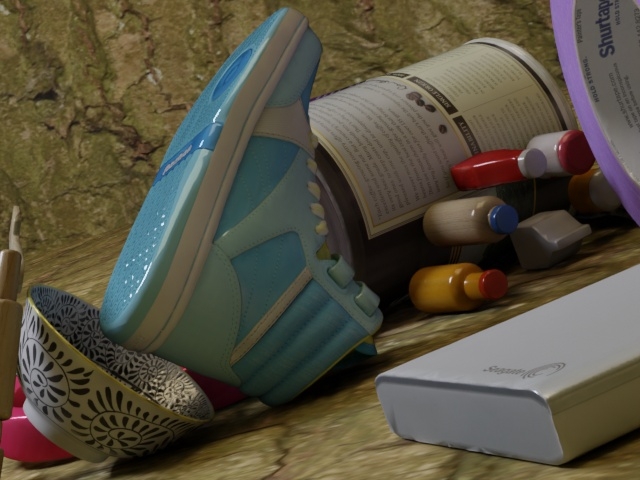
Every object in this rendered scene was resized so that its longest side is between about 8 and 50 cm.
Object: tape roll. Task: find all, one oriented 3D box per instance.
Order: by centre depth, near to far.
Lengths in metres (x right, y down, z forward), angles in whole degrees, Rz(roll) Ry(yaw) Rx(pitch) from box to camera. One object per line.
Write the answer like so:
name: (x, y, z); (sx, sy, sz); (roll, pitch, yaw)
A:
tape roll: (0.274, -0.130, 1.493); (0.090, 0.275, 0.275); (-21, 6, -10)

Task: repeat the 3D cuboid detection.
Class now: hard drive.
hard drive: (0.233, 0.041, 1.191); (0.353, 0.047, 0.233); (-22, 7, -21)

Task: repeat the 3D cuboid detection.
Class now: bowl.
bowl: (-0.170, 0.114, 1.460); (0.080, 0.170, 0.170); (-55, 3, 6)

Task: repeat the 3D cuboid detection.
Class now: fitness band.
fitness band: (-0.144, 0.103, 1.632); (0.291, 0.054, 0.209); (-20, 20, -2)

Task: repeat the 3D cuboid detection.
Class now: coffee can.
coffee can: (0.072, -0.051, 1.762); (0.275, 0.201, 0.201); (-23, 7, -32)

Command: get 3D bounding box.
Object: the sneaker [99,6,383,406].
sneaker: (-0.024, -0.013, 1.526); (0.127, 0.208, 0.319); (-29, 33, 60)

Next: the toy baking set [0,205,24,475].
toy baking set: (-0.248, 0.086, 1.460); (0.030, 0.256, 0.197); (7, -12, -13)

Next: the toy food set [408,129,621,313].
toy food set: (0.179, -0.026, 1.644); (0.232, 0.111, 0.104); (-25, 10, -29)

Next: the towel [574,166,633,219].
towel: (0.336, -0.058, 1.817); (0.209, 0.034, 0.285); (-20, 8, -23)

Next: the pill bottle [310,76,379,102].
pill bottle: (0.016, -0.079, 2.269); (0.323, 0.181, 0.181); (-17, 6, 19)
